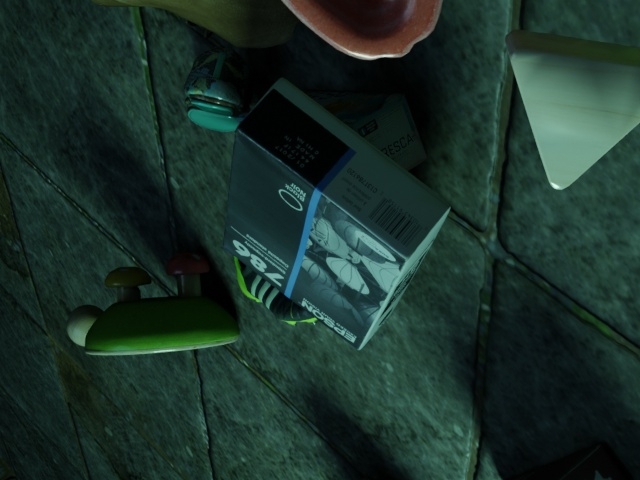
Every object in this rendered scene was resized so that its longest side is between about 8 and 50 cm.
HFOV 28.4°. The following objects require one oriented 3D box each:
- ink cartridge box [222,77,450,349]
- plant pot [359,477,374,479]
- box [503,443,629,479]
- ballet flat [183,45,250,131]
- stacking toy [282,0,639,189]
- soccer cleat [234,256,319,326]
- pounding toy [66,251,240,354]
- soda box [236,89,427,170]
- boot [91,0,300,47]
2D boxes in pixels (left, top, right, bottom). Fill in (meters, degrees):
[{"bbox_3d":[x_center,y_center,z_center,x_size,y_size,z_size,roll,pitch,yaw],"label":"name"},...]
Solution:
[{"bbox_3d":[0.000,0.000,1.073,0.165,0.065,0.332,37,162,8],"label":"ink cartridge box"},{"bbox_3d":[0.055,0.388,1.385,0.230,0.215,0.215,66,157,17],"label":"plant pot"},{"bbox_3d":[0.185,0.301,1.071,0.168,0.167,0.203,54,154,6],"label":"box"},{"bbox_3d":[-0.090,-0.141,1.167,0.070,0.070,0.188,59,173,-3],"label":"ballet flat"},{"bbox_3d":[0.125,-0.202,0.590,0.279,0.309,0.130,43,-155,-27],"label":"stacking toy"},{"bbox_3d":[-0.040,0.038,1.291,0.179,0.060,0.072,18,133,56],"label":"soccer cleat"},{"bbox_3d":[-0.202,0.072,1.521,0.237,0.183,0.110,-3,92,64],"label":"pounding toy"},{"bbox_3d":[0.006,-0.088,1.071,0.183,0.058,0.063,11,129,55],"label":"soda box"},{"bbox_3d":[-0.114,-0.214,1.095,0.305,0.112,0.115,10,138,54],"label":"boot"}]
